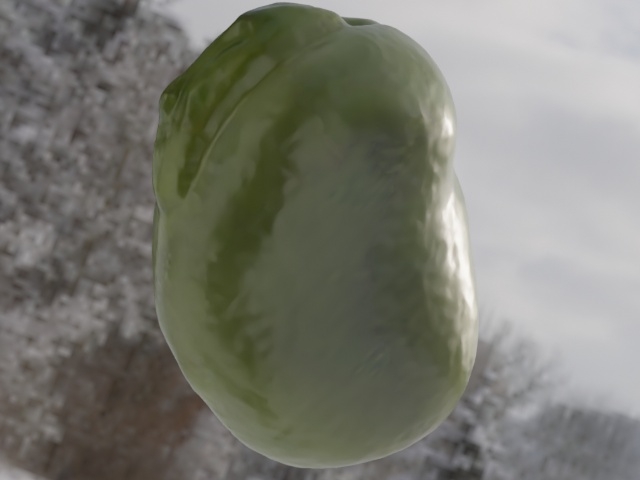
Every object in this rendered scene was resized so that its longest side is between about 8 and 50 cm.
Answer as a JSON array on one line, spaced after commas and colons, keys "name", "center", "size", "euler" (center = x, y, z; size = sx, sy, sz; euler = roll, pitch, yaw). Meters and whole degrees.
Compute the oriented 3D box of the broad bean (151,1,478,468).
[{"name": "broad bean", "center": [0.000, 0.000, 0.640], "size": [0.124, 0.174, 0.082], "euler": [-11, 16, -20]}]
